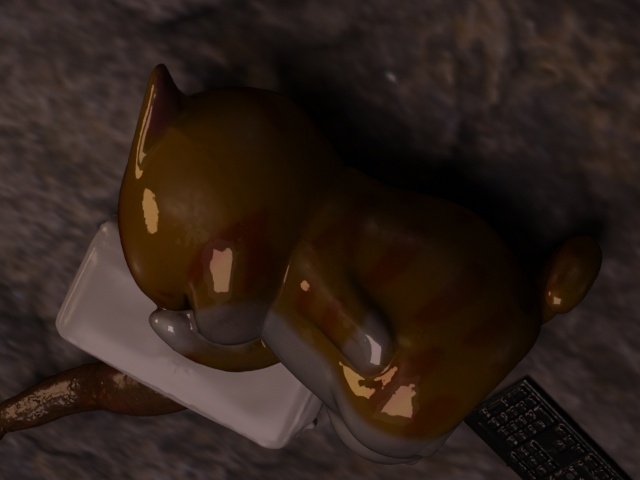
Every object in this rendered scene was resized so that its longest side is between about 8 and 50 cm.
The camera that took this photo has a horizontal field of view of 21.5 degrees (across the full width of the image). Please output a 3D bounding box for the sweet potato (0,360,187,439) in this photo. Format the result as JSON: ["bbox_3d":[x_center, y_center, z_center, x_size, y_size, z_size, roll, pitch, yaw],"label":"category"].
[{"bbox_3d":[-0.160,0.108,1.191,0.214,0.050,0.050,-13,118,33],"label":"sweet potato"}]

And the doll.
[{"bbox_3d":[0.001,0.019,0.965,0.269,0.162,0.167,28,164,-1],"label":"doll"}]

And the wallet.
[{"bbox_3d":[-0.079,0.063,1.104,0.190,0.033,0.095,29,102,6],"label":"wallet"}]

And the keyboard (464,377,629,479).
[{"bbox_3d":[0.178,0.169,1.085,0.198,0.010,0.063,45,131,-9],"label":"keyboard"}]
